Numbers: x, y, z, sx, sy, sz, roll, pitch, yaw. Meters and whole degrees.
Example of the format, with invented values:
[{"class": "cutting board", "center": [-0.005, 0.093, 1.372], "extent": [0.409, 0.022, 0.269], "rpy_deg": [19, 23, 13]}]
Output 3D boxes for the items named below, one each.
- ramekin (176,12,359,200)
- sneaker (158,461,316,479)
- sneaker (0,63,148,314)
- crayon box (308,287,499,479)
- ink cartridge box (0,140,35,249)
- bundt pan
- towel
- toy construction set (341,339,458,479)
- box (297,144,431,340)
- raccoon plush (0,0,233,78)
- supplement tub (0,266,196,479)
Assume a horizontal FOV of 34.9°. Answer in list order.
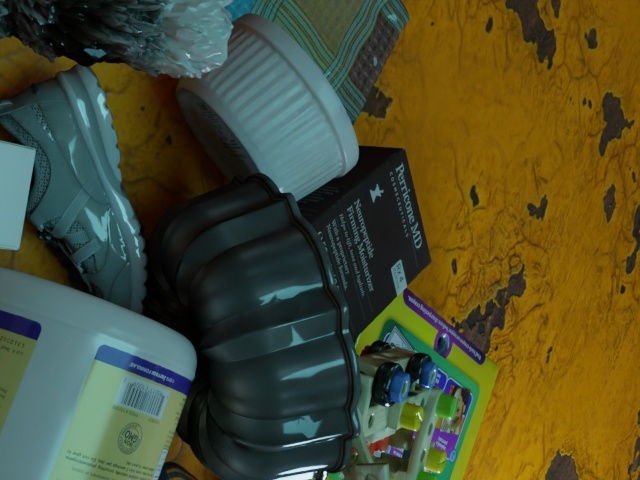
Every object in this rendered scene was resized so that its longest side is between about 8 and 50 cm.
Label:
[{"class": "ramekin", "center": [-0.065, -0.131, 1.108], "extent": [0.109, 0.207, 0.207], "rpy_deg": [-39, 127, -14]}, {"class": "sneaker", "center": [-0.076, 0.309, 1.143], "extent": [0.321, 0.180, 0.125], "rpy_deg": [67, 1, -54]}, {"class": "sneaker", "center": [-0.247, -0.032, 1.012], "extent": [0.115, 0.105, 0.281], "rpy_deg": [-16, 115, -14]}, {"class": "crayon box", "center": [0.087, 0.248, 1.423], "extent": [0.363, 0.106, 0.313], "rpy_deg": [39, 67, -45]}, {"class": "ink cartridge box", "center": [-0.315, -0.044, 0.865], "extent": [0.090, 0.143, 0.092], "rpy_deg": [10, 89, -50]}, {"class": "bundt pan", "center": [-0.093, 0.101, 1.041], "extent": [0.124, 0.331, 0.331], "rpy_deg": [-13, 107, -25]}, {"class": "towel", "center": [-0.020, -0.311, 1.257], "extent": [0.370, 0.040, 0.272], "rpy_deg": [47, 61, -43]}, {"class": "toy construction set", "center": [0.068, 0.232, 1.156], "extent": [0.327, 0.151, 0.215], "rpy_deg": [-16, 118, -79]}, {"class": "box", "center": [0.000, 0.000, 1.229], "extent": [0.203, 0.167, 0.169], "rpy_deg": [-40, 125, -39]}, {"class": "raccoon plush", "center": [-0.304, -0.155, 0.648], "extent": [0.299, 0.446, 0.216], "rpy_deg": [-72, 165, -49]}, {"class": "supplement tub", "center": [-0.268, 0.209, 0.886], "extent": [0.241, 0.241, 0.331], "rpy_deg": [33, 71, -47]}]
